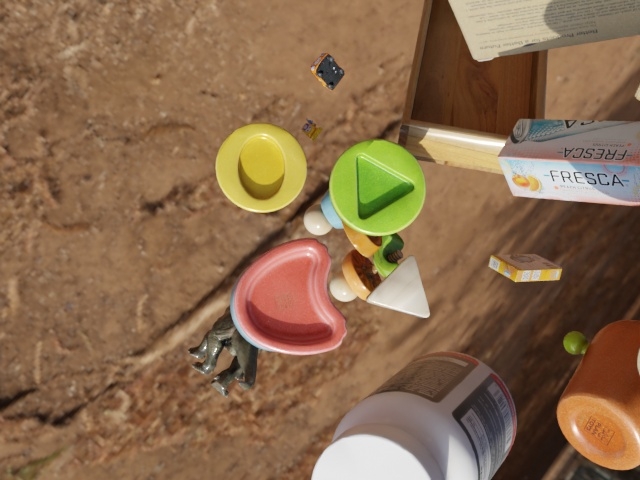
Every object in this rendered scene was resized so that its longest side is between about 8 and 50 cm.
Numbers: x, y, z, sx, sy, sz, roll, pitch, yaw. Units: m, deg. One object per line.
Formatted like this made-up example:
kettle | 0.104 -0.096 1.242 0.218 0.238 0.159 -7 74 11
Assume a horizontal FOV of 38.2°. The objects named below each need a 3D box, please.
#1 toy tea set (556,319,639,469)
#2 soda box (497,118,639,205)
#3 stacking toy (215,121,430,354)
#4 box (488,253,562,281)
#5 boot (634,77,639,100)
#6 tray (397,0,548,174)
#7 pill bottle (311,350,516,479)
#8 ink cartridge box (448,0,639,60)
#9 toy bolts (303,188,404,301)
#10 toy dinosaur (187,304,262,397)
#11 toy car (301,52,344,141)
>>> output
toy tea set | 0.328 0.174 0.692 0.124 0.336 0.200 -38 -177 -34
soda box | 0.272 -0.077 0.905 0.063 0.183 0.058 -56 134 -29
stacking toy | 0.000 0.000 1.274 0.130 0.279 0.309 135 -49 -79
box | 0.406 0.053 1.810 0.136 0.081 0.028 2 110 -33
boot | 0.590 -0.228 1.390 0.248 0.206 0.090 -5 111 -66
tray | 0.247 -0.278 1.449 0.076 0.202 0.411 94 7 -51
pill bottle | 0.138 0.297 1.309 0.210 0.210 0.363 -61 162 19
ink cartridge box | 0.244 -0.285 0.923 0.193 0.234 0.088 48 43 -55
toy bolts | 0.040 -0.011 1.704 0.158 0.229 0.218 -29 146 21
toy dinosaur | -0.119 0.137 1.390 0.160 0.121 0.313 -59 177 5
toy car | -0.012 -0.207 1.309 0.060 0.040 0.122 11 108 -51
